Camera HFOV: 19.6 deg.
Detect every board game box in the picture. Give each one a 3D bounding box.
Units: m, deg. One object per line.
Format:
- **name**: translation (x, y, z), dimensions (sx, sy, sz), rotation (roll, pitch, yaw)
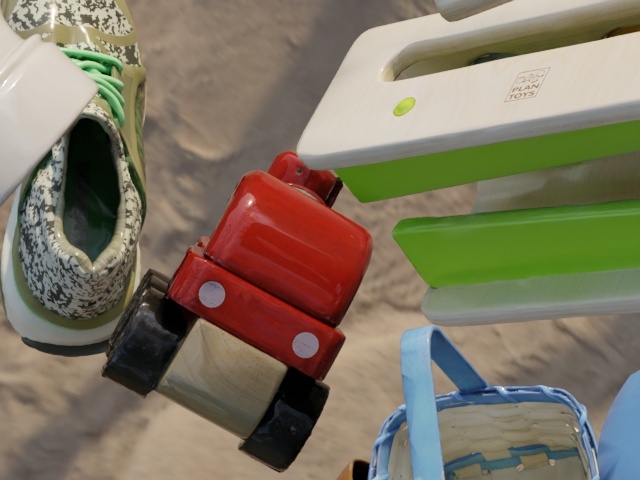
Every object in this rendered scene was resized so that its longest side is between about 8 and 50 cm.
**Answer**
- **board game box**: translation (0.272, 0.131, 1.319), dimensions (0.169, 0.033, 0.133), rotation (-33, 30, 35)

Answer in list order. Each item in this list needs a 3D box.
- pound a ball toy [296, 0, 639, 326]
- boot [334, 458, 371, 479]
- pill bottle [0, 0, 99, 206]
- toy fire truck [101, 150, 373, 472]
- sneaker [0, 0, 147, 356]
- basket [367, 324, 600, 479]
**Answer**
- **pound a ball toy**: translation (0.136, -0.086, 0.800), dimensions (0.319, 0.208, 0.135), rotation (-9, 41, 44)
- **boot**: translation (-0.040, 0.352, 1.630), dimensions (0.096, 0.264, 0.280), rotation (43, 113, -13)
- **pill bottle**: translation (-0.341, -0.162, 1.103), dimensions (0.408, 0.229, 0.229), rotation (41, 92, -9)
- **toy fire truck**: translation (0.000, 0.000, 1.096), dimensions (0.158, 0.217, 0.246), rotation (29, 91, -6)
- **sneaker**: translation (-0.214, -0.109, 1.721), dimensions (0.158, 0.182, 0.410), rotation (0, 70, -20)
- **basket**: translation (0.130, 0.220, 1.476), dimensions (0.201, 0.289, 0.254), rotation (-12, 68, 23)
